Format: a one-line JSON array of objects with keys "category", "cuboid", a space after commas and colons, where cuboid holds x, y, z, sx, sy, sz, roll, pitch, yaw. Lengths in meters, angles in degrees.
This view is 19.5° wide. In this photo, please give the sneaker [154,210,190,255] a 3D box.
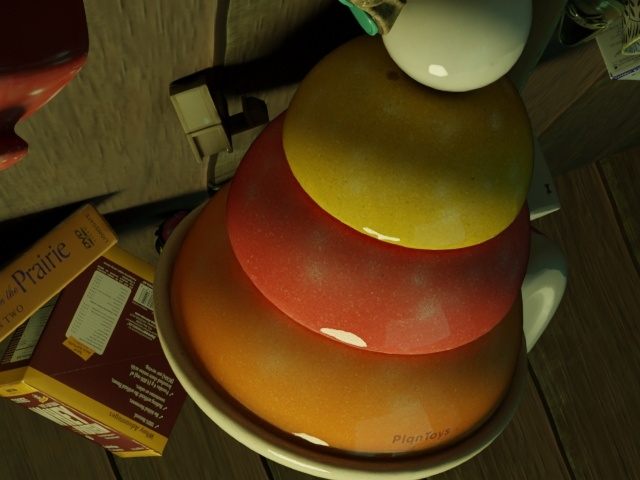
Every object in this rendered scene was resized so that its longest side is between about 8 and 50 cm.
[{"category": "sneaker", "cuboid": [-0.180, 0.003, 2.374, 0.075, 0.063, 0.170, -28, 178, 13]}]

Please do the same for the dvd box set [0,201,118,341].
[{"category": "dvd box set", "cuboid": [-0.433, 0.134, 1.993, 0.420, 0.062, 0.307, -44, -171, -38]}]

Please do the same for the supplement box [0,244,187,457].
[{"category": "supplement box", "cuboid": [-0.249, 0.126, 2.180, 0.191, 0.194, 0.129, 30, 160, -20]}]

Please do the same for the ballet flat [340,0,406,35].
[{"category": "ballet flat", "cuboid": [0.039, -0.190, 1.309, 0.067, 0.073, 0.206, -36, 176, 6]}]

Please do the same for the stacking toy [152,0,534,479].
[{"category": "stacking toy", "cuboid": [0.073, -0.059, 1.552, 0.350, 0.350, 0.480, -17, 146, -33]}]

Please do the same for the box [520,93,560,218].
[{"category": "box", "cuboid": [0.151, -0.089, 2.092, 0.119, 0.182, 0.181, -23, 174, 41]}]

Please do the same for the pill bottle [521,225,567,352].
[{"category": "pill bottle", "cuboid": [0.084, 0.001, 1.926, 0.181, 0.323, 0.181, -40, 152, -26]}]

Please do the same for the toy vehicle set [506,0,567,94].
[{"category": "toy vehicle set", "cuboid": [0.178, -0.155, 1.798, 0.166, 0.035, 0.267, -61, 176, -3]}]

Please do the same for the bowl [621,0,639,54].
[{"category": "bowl", "cuboid": [0.359, -0.250, 1.817, 0.170, 0.080, 0.170, -21, 175, -2]}]

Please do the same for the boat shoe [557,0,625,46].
[{"category": "boat shoe", "cuboid": [0.258, -0.219, 1.816, 0.048, 0.056, 0.153, -55, -179, 0]}]

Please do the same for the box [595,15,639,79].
[{"category": "box", "cuboid": [0.390, -0.237, 2.103, 0.126, 0.072, 0.137, -23, 175, 26]}]

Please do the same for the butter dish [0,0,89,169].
[{"category": "butter dish", "cuboid": [-0.200, -0.096, 1.060, 0.160, 0.118, 0.160, -14, 172, -45]}]

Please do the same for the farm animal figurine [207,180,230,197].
[{"category": "farm animal figurine", "cuboid": [0.000, 0.000, 2.270, 0.172, 0.330, 0.327, -20, 147, 23]}]

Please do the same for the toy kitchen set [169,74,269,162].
[{"category": "toy kitchen set", "cuboid": [-0.089, -0.127, 1.630, 0.068, 0.075, 0.083, -18, -145, 5]}]
